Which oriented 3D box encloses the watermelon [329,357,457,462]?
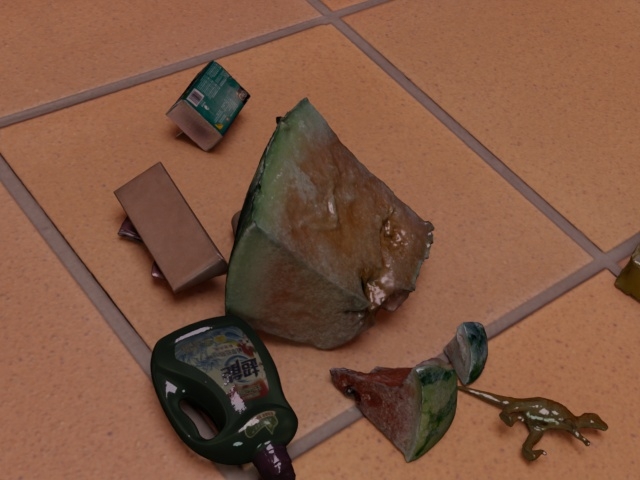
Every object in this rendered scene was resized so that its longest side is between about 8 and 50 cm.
[{"bbox_3d":[0.101,0.199,1.220,0.158,0.121,0.098,-8,10,42],"label":"watermelon"}]

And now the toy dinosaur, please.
[{"bbox_3d":[0.270,0.211,1.258,0.126,0.039,0.162,-19,45,-35],"label":"toy dinosaur"}]

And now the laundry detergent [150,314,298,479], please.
[{"bbox_3d":[-0.104,0.197,1.151,0.144,0.078,0.222,-16,56,-23],"label":"laundry detergent"}]

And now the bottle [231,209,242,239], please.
[{"bbox_3d":[-0.094,0.004,1.347,0.045,0.045,0.096,-2,50,-15],"label":"bottle"}]

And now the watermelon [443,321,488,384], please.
[{"bbox_3d":[0.185,0.137,1.288,0.061,0.085,0.085,-5,38,31],"label":"watermelon"}]

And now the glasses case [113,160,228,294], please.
[{"bbox_3d":[-0.204,-0.001,1.322,0.102,0.070,0.193,-34,62,-4],"label":"glasses case"}]

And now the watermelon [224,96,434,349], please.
[{"bbox_3d":[-0.015,0.001,1.283,0.302,0.151,0.264,43,43,-24],"label":"watermelon"}]

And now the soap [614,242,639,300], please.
[{"bbox_3d":[0.547,0.018,1.468,0.135,0.076,0.233,35,49,17],"label":"soap"}]

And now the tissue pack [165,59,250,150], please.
[{"bbox_3d":[-0.174,-0.199,1.499,0.085,0.079,0.111,43,45,-17],"label":"tissue pack"}]
